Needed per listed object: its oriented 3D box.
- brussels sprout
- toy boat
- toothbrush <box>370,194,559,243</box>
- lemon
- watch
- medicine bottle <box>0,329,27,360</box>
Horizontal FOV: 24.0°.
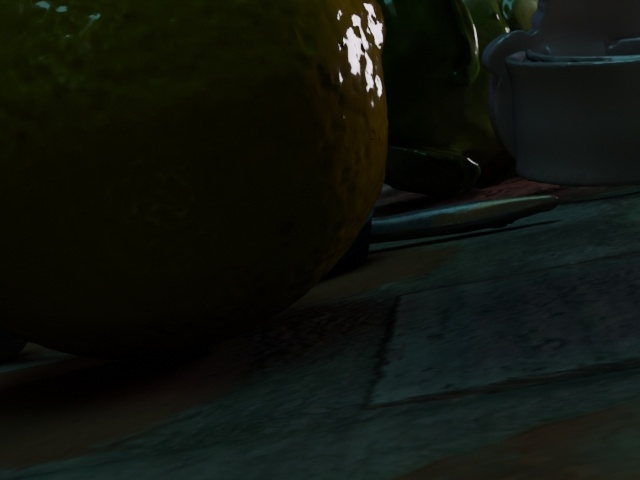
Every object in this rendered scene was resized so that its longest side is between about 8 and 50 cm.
[{"bbox_3d":[0.137,-0.162,1.496,0.259,0.227,0.294,-19,-30,-18],"label":"brussels sprout"},{"bbox_3d":[-0.002,-0.006,1.077,0.060,0.061,0.137,-8,6,35],"label":"toy boat"},{"bbox_3d":[0.000,0.000,1.167,0.375,0.037,0.028,-8,-14,19],"label":"toothbrush"},{"bbox_3d":[-0.099,-0.068,0.833,0.293,0.293,0.293,-12,5,1],"label":"lemon"},{"bbox_3d":[0.273,-0.141,1.281,0.244,0.196,0.231,-10,11,-14],"label":"watch"},{"bbox_3d":[-0.230,0.052,0.980,0.199,0.058,0.057,-7,7,40],"label":"medicine bottle"}]
